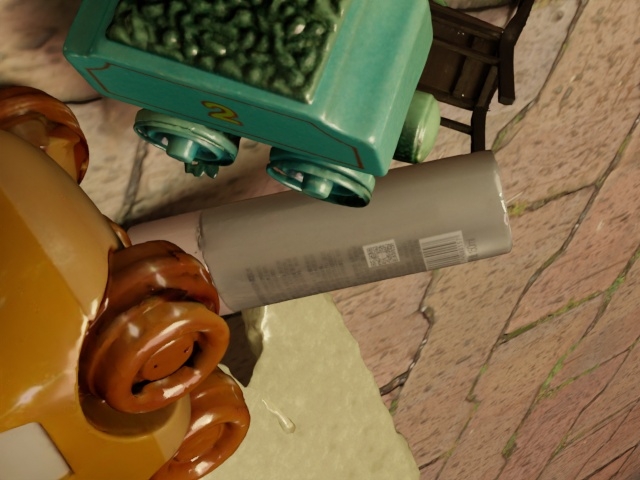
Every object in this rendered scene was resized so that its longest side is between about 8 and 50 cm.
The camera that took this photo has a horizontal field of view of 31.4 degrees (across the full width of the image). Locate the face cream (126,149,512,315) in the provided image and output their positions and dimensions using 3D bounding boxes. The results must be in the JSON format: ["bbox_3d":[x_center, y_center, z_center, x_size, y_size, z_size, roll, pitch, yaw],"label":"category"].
[{"bbox_3d":[0.000,0.000,0.823,0.269,0.073,0.107,-13,147,7],"label":"face cream"}]

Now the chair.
[{"bbox_3d":[0.107,-0.155,0.897,0.212,0.101,0.084,-71,179,-47],"label":"chair"}]

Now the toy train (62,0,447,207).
[{"bbox_3d":[-0.034,-0.099,0.632,0.163,0.203,0.112,57,49,-74],"label":"toy train"}]

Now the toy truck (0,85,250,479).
[{"bbox_3d":[-0.174,0.072,0.671,0.211,0.204,0.288,-34,152,-14],"label":"toy truck"}]

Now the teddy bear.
[{"bbox_3d":[-0.085,0.232,1.115,0.362,0.375,0.327,-9,-148,53],"label":"teddy bear"}]
